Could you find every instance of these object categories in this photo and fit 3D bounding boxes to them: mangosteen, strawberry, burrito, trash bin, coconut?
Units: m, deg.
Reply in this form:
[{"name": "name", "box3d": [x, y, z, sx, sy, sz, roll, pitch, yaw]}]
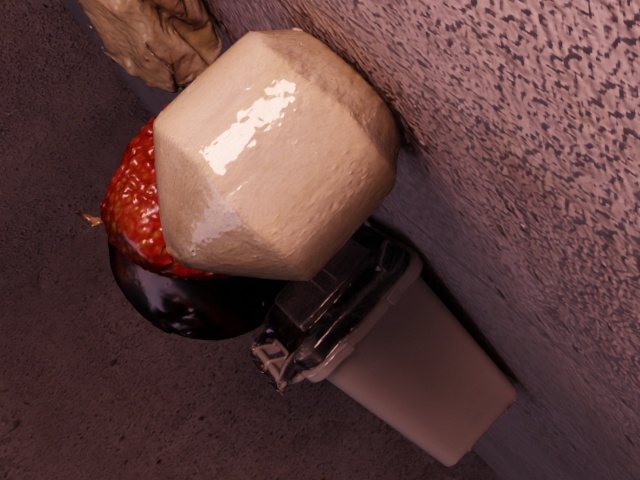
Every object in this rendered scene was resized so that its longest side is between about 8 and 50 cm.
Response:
[{"name": "mangosteen", "box3d": [-0.215, -0.002, 1.944, 0.381, 0.381, 0.421, 50, -155, -19]}, {"name": "strawberry", "box3d": [-0.198, -0.071, 1.464, 0.292, 0.292, 0.343, 46, -142, 20]}, {"name": "burrito", "box3d": [-0.251, -0.344, 1.340, 0.190, 0.135, 0.332, 36, 167, 23]}, {"name": "trash bin", "box3d": [0.105, 0.189, 1.617, 0.368, 0.296, 0.256, 44, 175, -22]}, {"name": "coconut", "box3d": [-0.059, -0.076, 1.042, 0.237, 0.266, 0.237, 40, 178, 2]}]

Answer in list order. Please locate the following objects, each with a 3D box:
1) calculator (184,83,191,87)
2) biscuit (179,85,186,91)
[{"name": "calculator", "box3d": [-0.297, -0.375, 1.981, 0.121, 0.039, 0.210, 44, 173, 25]}, {"name": "biscuit", "box3d": [-0.332, -0.366, 2.431, 0.089, 0.016, 0.046, 51, 174, -27]}]
